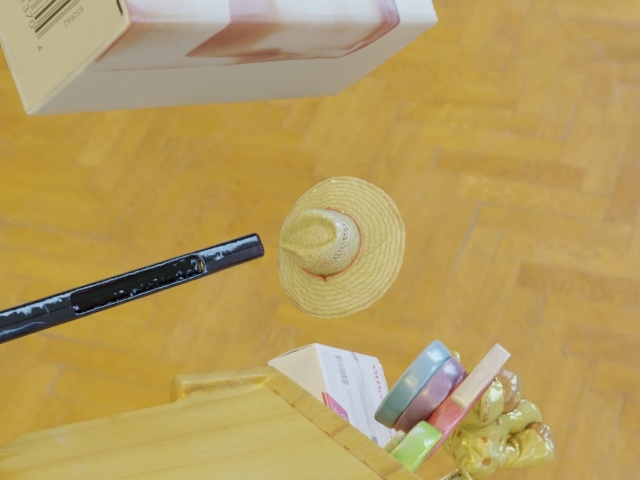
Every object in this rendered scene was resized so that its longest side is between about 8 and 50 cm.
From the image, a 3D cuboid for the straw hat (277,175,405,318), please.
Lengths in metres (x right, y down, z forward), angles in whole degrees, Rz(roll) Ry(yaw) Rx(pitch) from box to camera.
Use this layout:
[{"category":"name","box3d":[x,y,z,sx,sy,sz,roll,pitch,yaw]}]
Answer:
[{"category":"straw hat","box3d":[0.000,0.000,1.145,0.144,0.061,0.145,-9,74,35]}]

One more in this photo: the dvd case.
[{"category":"dvd case","box3d":[-0.180,0.047,0.863,0.180,0.022,0.253,-17,0,39]}]

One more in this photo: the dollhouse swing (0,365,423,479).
[{"category":"dollhouse swing","box3d":[-0.080,0.296,1.125,0.304,0.315,0.347,-25,23,-20]}]

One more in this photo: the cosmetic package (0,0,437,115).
[{"category":"cosmetic package","box3d":[-0.074,-0.185,0.881,0.296,0.129,0.153,-13,77,-47]}]

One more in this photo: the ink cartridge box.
[{"category":"ink cartridge box","box3d":[0.025,0.249,1.892,0.092,0.218,0.159,-22,70,24]}]

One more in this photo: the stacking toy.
[{"category":"stacking toy","box3d":[0.080,0.220,1.533,0.130,0.279,0.309,39,67,11]}]

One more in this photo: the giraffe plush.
[{"category":"giraffe plush","box3d":[0.232,0.247,1.833,0.181,0.171,0.210,23,43,38]}]
